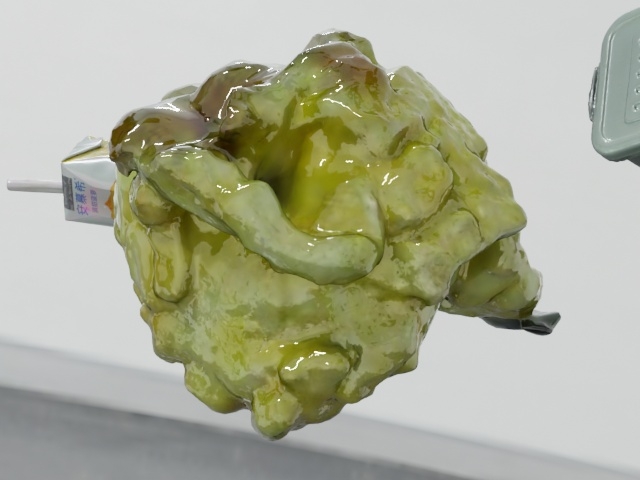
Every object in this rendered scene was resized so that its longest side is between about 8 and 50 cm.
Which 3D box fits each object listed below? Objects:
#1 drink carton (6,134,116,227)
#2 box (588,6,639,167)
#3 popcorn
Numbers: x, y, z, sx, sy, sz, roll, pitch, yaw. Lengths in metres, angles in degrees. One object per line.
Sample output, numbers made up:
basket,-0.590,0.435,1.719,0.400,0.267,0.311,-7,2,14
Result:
drink carton,-0.186,-0.049,1.846,0.200,0.084,0.074,11,34,18
box,0.192,-0.071,0.930,0.122,0.084,0.069,-19,-41,42
popcorn,-0.003,-0.008,1.287,0.293,0.237,0.293,-10,14,2
